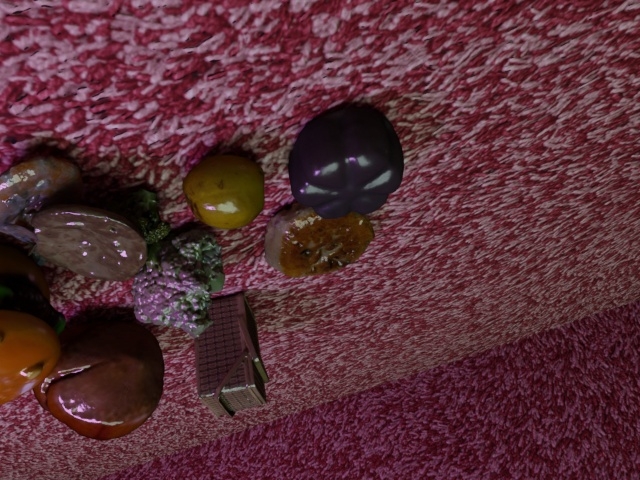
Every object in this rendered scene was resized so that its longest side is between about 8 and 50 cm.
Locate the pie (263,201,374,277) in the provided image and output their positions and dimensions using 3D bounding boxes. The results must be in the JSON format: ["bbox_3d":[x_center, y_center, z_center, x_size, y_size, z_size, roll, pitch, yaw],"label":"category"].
[{"bbox_3d":[0.000,0.000,1.139,0.315,0.092,0.315,-12,145,-8],"label":"pie"}]

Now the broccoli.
[{"bbox_3d":[-0.372,-0.047,0.902,0.130,0.131,0.120,23,93,-27],"label":"broccoli"}]

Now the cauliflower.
[{"bbox_3d":[-0.316,0.093,1.076,0.315,0.239,0.256,9,102,-60],"label":"cauliflower"}]

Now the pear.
[{"bbox_3d":[-0.186,-0.095,0.870,0.162,0.149,0.149,-10,147,-17],"label":"pear"}]

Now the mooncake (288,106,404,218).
[{"bbox_3d":[0.054,-0.150,0.910,0.245,0.133,0.245,-7,151,-4],"label":"mooncake"}]

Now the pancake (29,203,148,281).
[{"bbox_3d":[-0.444,0.008,0.851,0.222,0.042,0.236,0,142,-3],"label":"pancake"}]

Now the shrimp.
[{"bbox_3d":[-0.548,-0.040,0.834,0.164,0.062,0.317,-14,152,-45],"label":"shrimp"}]

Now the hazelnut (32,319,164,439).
[{"bbox_3d":[-0.621,0.393,1.253,0.372,0.372,0.315,-47,174,38],"label":"hazelnut"}]

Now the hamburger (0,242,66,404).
[{"bbox_3d":[-0.748,0.210,0.899,0.396,0.277,0.395,-23,151,-13],"label":"hamburger"}]

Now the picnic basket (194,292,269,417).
[{"bbox_3d":[-0.264,0.348,1.334,0.175,0.312,0.228,-12,146,-4],"label":"picnic basket"}]
